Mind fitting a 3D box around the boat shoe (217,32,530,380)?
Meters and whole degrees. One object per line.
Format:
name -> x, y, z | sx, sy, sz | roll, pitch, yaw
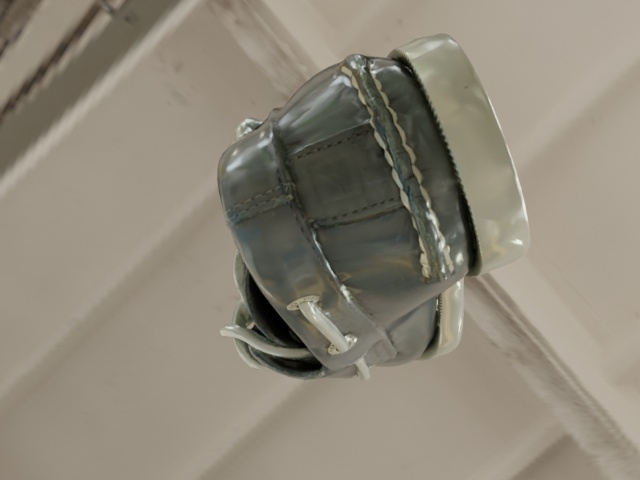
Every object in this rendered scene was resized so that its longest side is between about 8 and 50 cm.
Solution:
boat shoe -> 0.000, 0.000, 0.733 | 0.099, 0.319, 0.116 | -22, -96, -8
